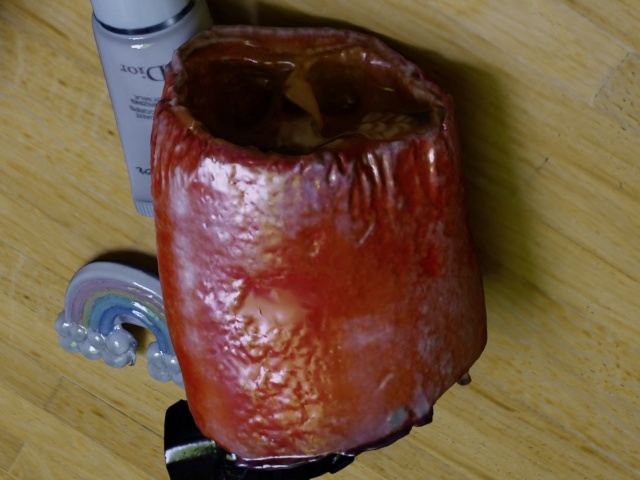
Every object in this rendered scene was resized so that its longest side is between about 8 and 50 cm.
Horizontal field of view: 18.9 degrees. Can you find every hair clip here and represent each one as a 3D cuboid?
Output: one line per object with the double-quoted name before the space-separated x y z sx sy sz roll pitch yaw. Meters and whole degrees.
"hair clip" -0.152 0.074 1.779 0.220 0.054 0.140 15 139 19

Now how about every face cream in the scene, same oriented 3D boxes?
"face cream" -0.121 -0.124 1.578 0.143 0.089 0.314 5 140 18

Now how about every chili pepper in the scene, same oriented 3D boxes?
"chili pepper" 0.000 0.000 1.510 0.251 0.229 0.305 -1 125 8

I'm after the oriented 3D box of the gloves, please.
"gloves" -0.033 0.163 1.718 0.203 0.164 0.124 -8 84 1
